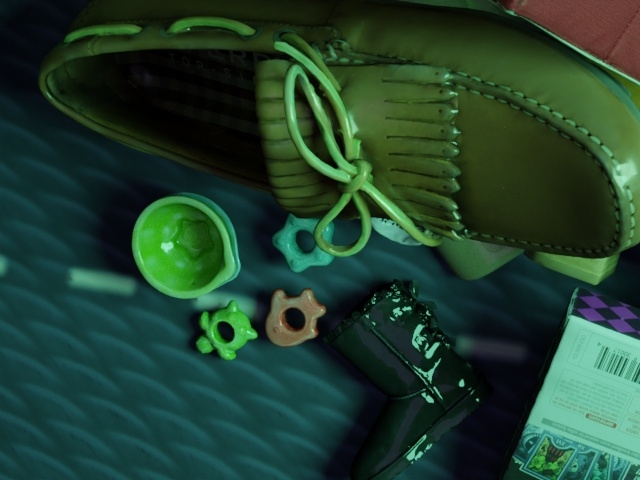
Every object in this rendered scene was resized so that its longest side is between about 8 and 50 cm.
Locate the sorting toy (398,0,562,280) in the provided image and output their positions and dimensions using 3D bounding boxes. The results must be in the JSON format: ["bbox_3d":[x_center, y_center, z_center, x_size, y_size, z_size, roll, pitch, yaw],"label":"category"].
[{"bbox_3d":[0.097,-0.157,0.949,0.229,0.041,0.307,-34,92,16],"label":"sorting toy"}]

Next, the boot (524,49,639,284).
[{"bbox_3d":[0.269,-0.050,0.856,0.295,0.104,0.211,18,104,13],"label":"boot"}]

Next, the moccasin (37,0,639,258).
[{"bbox_3d":[0.004,-0.068,0.849,0.380,0.147,0.139,23,137,26],"label":"moccasin"}]

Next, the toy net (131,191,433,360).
[{"bbox_3d":[0.000,0.000,0.962,0.232,0.045,0.122,-19,96,20],"label":"toy net"}]

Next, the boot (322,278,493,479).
[{"bbox_3d":[0.041,0.092,0.987,0.121,0.045,0.099,-41,93,5],"label":"boot"}]

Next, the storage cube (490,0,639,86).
[{"bbox_3d":[0.133,-0.210,0.775,0.215,0.184,0.193,41,106,38],"label":"storage cube"}]

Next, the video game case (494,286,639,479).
[{"bbox_3d":[0.228,0.155,0.932,0.232,0.042,0.210,19,124,6],"label":"video game case"}]
